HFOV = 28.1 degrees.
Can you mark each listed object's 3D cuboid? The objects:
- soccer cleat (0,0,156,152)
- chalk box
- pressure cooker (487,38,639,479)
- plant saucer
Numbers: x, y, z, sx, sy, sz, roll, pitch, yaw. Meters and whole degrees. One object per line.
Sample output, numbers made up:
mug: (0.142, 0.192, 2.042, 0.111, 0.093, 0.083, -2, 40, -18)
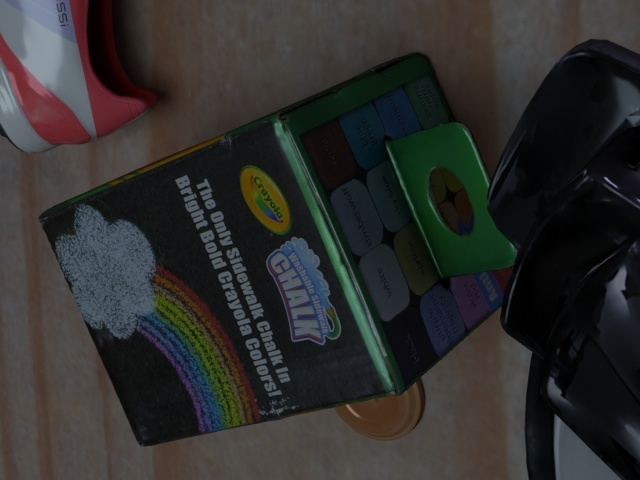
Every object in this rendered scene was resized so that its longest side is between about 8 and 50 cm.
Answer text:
soccer cleat: (-0.210, -0.225, 0.928, 0.116, 0.108, 0.318, -10, 103, 16)
chalk box: (0.000, 0.000, 0.824, 0.289, 0.179, 0.180, -17, 99, 37)
pressure cooker: (0.288, 0.058, 0.495, 0.370, 0.420, 0.375, -7, 105, 37)
plant saucer: (0.038, 0.112, 0.949, 0.083, 0.013, 0.083, 14, 117, 30)
